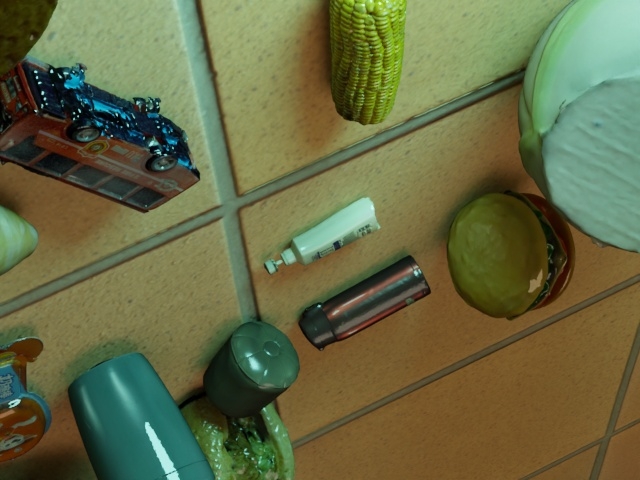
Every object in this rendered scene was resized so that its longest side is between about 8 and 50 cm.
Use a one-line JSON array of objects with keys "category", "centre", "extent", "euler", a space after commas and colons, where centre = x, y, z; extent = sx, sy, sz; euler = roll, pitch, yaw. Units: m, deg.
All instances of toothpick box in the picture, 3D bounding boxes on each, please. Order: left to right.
[{"category": "toothpick box", "centre": [-0.206, 0.222, 1.536], "extent": [0.120, 0.184, 0.120], "euler": [-26, 167, -7]}]

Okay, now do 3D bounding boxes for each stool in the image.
[{"category": "stool", "centre": [-0.086, 0.158, 1.652], "extent": [0.096, 0.096, 0.110], "euler": [0, 145, -42]}]

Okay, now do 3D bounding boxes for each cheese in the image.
[{"category": "cheese", "centre": [-0.346, 0.182, 1.502], "extent": [0.106, 0.037, 0.256], "euler": [-19, 150, -23]}]

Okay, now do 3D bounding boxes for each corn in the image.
[{"category": "corn", "centre": [0.044, -0.180, 1.268], "extent": [0.072, 0.072, 0.203], "euler": [-23, 151, -13]}]

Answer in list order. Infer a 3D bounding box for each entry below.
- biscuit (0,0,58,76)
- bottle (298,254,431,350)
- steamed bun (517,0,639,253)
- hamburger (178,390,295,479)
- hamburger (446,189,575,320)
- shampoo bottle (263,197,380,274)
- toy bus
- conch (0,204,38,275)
[{"category": "biscuit", "centre": [-0.353, -0.148, 0.963], "extent": [0.367, 0.063, 0.314], "euler": [-27, 155, -4]}, {"category": "bottle", "centre": [0.052, 0.079, 1.690], "extent": [0.164, 0.060, 0.060], "euler": [-29, 151, -3]}, {"category": "steamed bun", "centre": [0.356, -0.155, 1.417], "extent": [0.309, 0.309, 0.309], "euler": [-23, 150, -14]}, {"category": "hamburger", "centre": [-0.142, 0.336, 1.791], "extent": [0.167, 0.192, 0.288], "euler": [-7, 145, -52]}, {"category": "hamburger", "centre": [0.231, 0.017, 1.656], "extent": [0.115, 0.162, 0.162], "euler": [-5, 142, -41]}, {"category": "shampoo bottle", "centre": [0.000, 0.000, 1.542], "extent": [0.141, 0.034, 0.049], "euler": [-28, 158, -4]}, {"category": "toy bus", "centre": [-0.199, -0.088, 1.189], "extent": [0.096, 0.074, 0.235], "euler": [-35, 152, 22]}, {"category": "conch", "centre": [-0.340, 0.020, 1.160], "extent": [0.255, 0.127, 0.158], "euler": [5, 138, -48]}]
